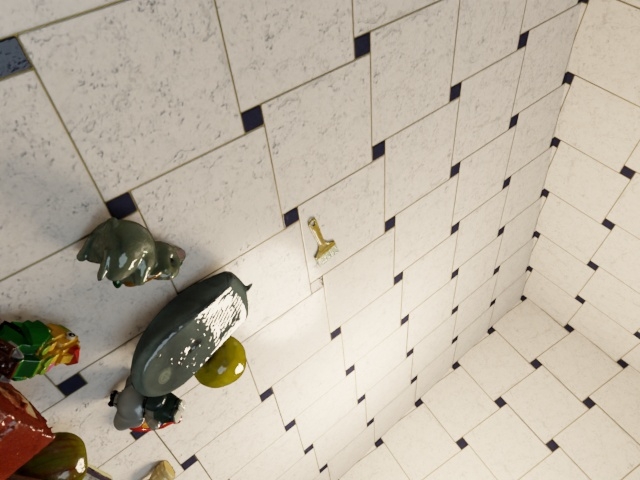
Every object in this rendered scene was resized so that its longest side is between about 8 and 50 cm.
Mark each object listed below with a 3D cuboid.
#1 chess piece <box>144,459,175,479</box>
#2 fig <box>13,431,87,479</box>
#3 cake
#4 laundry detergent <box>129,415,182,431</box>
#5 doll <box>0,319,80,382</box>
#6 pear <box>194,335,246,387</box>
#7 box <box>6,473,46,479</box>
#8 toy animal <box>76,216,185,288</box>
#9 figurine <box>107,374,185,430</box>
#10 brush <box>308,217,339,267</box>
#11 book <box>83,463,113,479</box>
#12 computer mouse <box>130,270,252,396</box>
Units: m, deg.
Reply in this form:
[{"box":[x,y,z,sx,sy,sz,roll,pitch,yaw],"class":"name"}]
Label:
[{"box":[-0.518,0.747,1.518,0.122,0.066,0.066,-37,142,-9],"class":"chess piece"},{"box":[-0.633,0.520,1.123,0.186,0.142,0.147,-13,104,-57],"class":"fig"},{"box":[-0.647,0.333,0.922,0.151,0.177,0.283,-39,148,-17],"class":"cake"},{"box":[-0.457,0.502,1.377,0.097,0.049,0.165,-44,145,3],"class":"laundry detergent"},{"box":[-0.563,0.205,0.950,0.186,0.134,0.106,14,108,-59],"class":"doll"},{"box":[-0.278,0.328,1.341,0.149,0.149,0.162,-45,156,-8],"class":"pear"},{"box":[-0.699,0.629,0.963,0.340,0.229,0.239,26,102,-25],"class":"box"},{"box":[-0.358,0.036,1.026,0.127,0.125,0.251,-32,157,23],"class":"toy animal"},{"box":[-0.437,0.409,1.223,0.126,0.193,0.147,88,13,-57],"class":"figurine"},{"box":[0.000,0.000,1.464,0.083,0.011,0.205,-41,142,-12],"class":"brush"},{"box":[-0.696,0.703,1.314,0.231,0.026,0.157,-38,142,-18],"class":"book"},{"box":[-0.321,0.214,1.213,0.371,0.122,0.188,-42,143,-25],"class":"computer mouse"}]
